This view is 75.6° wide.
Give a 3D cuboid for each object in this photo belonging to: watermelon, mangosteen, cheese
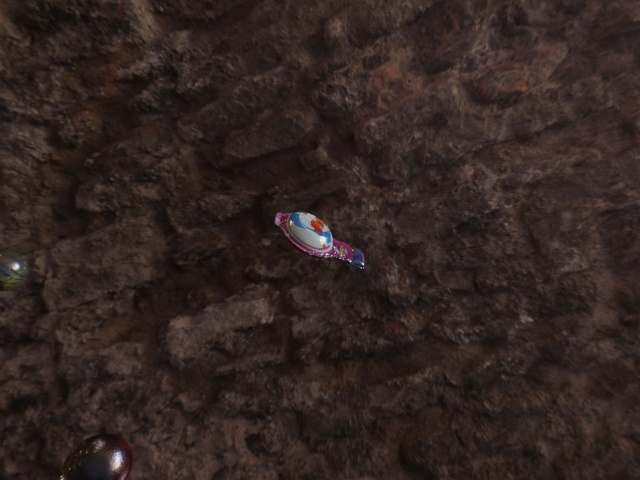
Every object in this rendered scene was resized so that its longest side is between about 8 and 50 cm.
[{"bbox_3d":[-0.829,0.073,1.062,0.133,0.105,0.105,29,-85,-25],"label":"watermelon"},{"bbox_3d":[-0.504,0.526,0.946,0.152,0.152,0.152,0,-89,8],"label":"mangosteen"},{"bbox_3d":[0.000,0.000,0.592,0.145,0.095,0.038,27,-60,-14],"label":"cheese"}]
